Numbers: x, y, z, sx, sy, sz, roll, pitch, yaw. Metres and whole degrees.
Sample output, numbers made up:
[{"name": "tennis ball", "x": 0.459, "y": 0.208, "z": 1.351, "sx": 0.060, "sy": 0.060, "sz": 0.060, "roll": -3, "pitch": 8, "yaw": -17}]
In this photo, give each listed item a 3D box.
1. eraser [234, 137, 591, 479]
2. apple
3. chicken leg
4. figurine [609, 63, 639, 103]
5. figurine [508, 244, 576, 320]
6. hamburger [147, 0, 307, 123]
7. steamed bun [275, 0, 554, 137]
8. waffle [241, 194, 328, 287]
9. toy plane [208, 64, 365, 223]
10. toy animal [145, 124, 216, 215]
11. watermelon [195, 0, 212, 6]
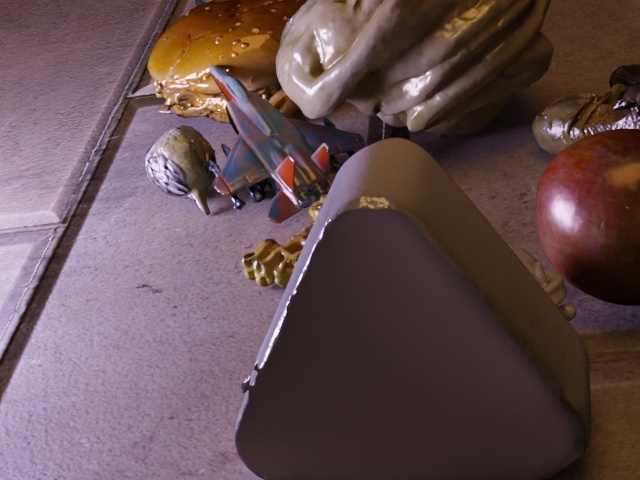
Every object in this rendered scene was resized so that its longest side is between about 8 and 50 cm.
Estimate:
[{"name": "eraser", "x": 0.105, "y": 0.107, "z": 1.273, "sx": 0.331, "sy": 0.331, "sz": 0.150, "roll": -3, "pitch": 27, "yaw": 14}, {"name": "apple", "x": 0.322, "y": -0.026, "z": 1.466, "sx": 0.188, "sy": 0.188, "sz": 0.174, "roll": -24, "pitch": 23, "yaw": -25}, {"name": "chicken leg", "x": 0.367, "y": -0.154, "z": 1.764, "sx": 0.103, "sy": 0.088, "sz": 0.227, "roll": -16, "pitch": 4, "yaw": -34}, {"name": "figurine", "x": 0.454, "y": -0.207, "z": 1.904, "sx": 0.072, "sy": 0.054, "sz": 0.129, "roll": -17, "pitch": 30, "yaw": -21}, {"name": "figurine", "x": 0.142, "y": 0.061, "z": 1.413, "sx": 0.236, "sy": 0.141, "sz": 0.162, "roll": -7, "pitch": 8, "yaw": 3}, {"name": "hamburger", "x": -0.111, "y": -0.282, "z": 2.119, "sx": 0.289, "sy": 0.170, "sz": 0.314, "roll": 3, "pitch": 32, "yaw": 37}, {"name": "steamed bun", "x": 0.142, "y": -0.258, "z": 1.888, "sx": 0.372, "sy": 0.230, "sz": 0.325, "roll": -2, "pitch": -24, "yaw": -41}, {"name": "waffle", "x": -0.001, "y": -0.003, "z": 1.680, "sx": 0.149, "sy": 0.051, "sz": 0.194, "roll": 6, "pitch": 32, "yaw": 25}, {"name": "toy plane", "x": -0.076, "y": -0.141, "z": 1.884, "sx": 0.222, "sy": 0.104, "sz": 0.326, "roll": -21, "pitch": 42, "yaw": -21}, {"name": "toy animal", "x": -0.190, "y": -0.087, "z": 1.875, "sx": 0.098, "sy": 0.098, "sz": 0.137, "roll": -10, "pitch": 71, "yaw": 1}, {"name": "watermelon", "x": -0.052, "y": -0.488, "z": 2.368, "sx": 0.359, "sy": 0.279, "sz": 0.279, "roll": -12, "pitch": 28, "yaw": -7}]
